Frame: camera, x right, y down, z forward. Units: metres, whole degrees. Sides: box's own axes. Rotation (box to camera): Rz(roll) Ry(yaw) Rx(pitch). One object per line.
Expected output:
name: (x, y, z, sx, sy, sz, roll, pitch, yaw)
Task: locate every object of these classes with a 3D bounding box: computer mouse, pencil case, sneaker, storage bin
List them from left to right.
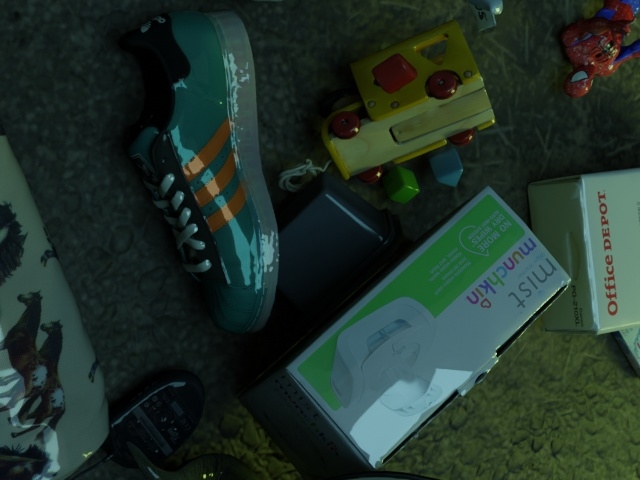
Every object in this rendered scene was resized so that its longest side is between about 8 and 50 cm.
pencil case: (-0.307, 0.030, 1.119, 0.183, 0.160, 0.410, -34, 114, -40)
computer mouse: (-0.209, 0.204, 1.282, 0.242, 0.041, 0.071, -36, 115, -14)
sneaker: (-0.120, -0.057, 1.256, 0.121, 0.108, 0.302, -10, 94, -28)
storage bin: (0.000, 0.000, 1.331, 0.091, 0.098, 0.135, 42, 107, -18)

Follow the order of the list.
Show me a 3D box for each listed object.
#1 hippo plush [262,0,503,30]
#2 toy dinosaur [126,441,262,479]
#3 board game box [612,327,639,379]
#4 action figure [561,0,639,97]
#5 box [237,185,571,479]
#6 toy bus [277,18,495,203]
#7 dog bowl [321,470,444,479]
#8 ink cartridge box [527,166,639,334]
hippo plush: (0.008, -0.304, 1.265, 0.236, 0.234, 0.294, -16, 91, 4)
toy dinosaur: (-0.095, 0.283, 1.328, 0.160, 0.121, 0.313, -49, 114, -29)
board game box: (0.394, 0.106, 1.624, 0.090, 0.020, 0.090, -42, 114, -19)
action figure: (0.358, -0.272, 1.485, 0.091, 0.139, 0.280, 35, 82, -28)
box: (0.074, 0.100, 1.298, 0.262, 0.231, 0.127, -41, 88, -18)
toy bus: (0.069, -0.137, 1.348, 0.202, 0.191, 0.104, 5, 52, -32)
dog bowl: (0.094, 0.395, 1.177, 0.150, 0.408, 0.408, 4, 96, -62)
ink cartridge box: (0.358, 0.004, 1.531, 0.237, 0.100, 0.172, -8, 92, -29)
